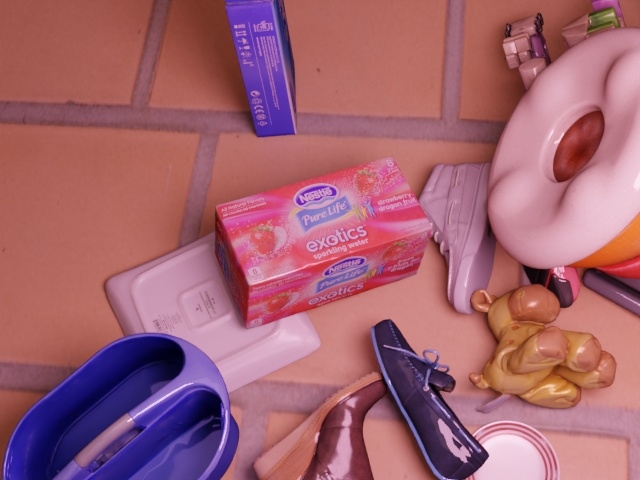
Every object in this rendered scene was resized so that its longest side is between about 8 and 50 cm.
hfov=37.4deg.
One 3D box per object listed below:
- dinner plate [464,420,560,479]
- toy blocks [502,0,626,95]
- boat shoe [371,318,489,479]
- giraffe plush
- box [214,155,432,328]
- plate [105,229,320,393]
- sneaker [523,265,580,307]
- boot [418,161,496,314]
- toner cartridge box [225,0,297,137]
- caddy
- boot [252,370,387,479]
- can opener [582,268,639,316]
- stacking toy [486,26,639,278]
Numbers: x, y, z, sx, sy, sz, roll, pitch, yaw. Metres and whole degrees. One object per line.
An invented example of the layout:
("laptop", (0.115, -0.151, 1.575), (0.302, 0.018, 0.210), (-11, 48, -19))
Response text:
("dinner plate", (0.271, 0.329, 1.355), (0.141, 0.017, 0.141), (-3, 62, 5))
("toy blocks", (0.481, -0.242, 1.543), (0.308, 0.260, 0.289), (-14, 29, 25))
("boat shoe", (0.163, 0.223, 1.377), (0.089, 0.109, 0.258), (-33, 72, 14))
("giraffe plush", (0.308, 0.141, 1.389), (0.210, 0.181, 0.171), (-26, 45, 31))
("box", (0.000, 0.000, 1.455), (0.299, 0.142, 0.154), (-16, 61, -16))
("plate", (-0.179, 0.110, 1.501), (0.278, 0.045, 0.277), (-26, 64, -7))
("sneaker", (0.378, -0.048, 1.487), (0.136, 0.116, 0.314), (-8, 63, -2))
("boot", (0.210, -0.007, 1.508), (0.123, 0.095, 0.258), (3, 64, 28))
("toner cartridge box", (-0.093, -0.333, 1.550), (0.075, 0.348, 0.165), (-4, 63, 3))
("caddy", (-0.274, 0.287, 1.317), (0.341, 0.179, 0.241), (-41, 71, -6))
("boot", (0.049, 0.332, 1.356), (0.248, 0.090, 0.207), (-38, 77, -15))
("can opener", (0.536, 0.099, 1.428), (0.280, 0.074, 0.093), (28, 33, 17))
("stacking toy", (0.513, -0.054, 1.348), (0.479, 0.350, 0.351), (24, 62, -23))
